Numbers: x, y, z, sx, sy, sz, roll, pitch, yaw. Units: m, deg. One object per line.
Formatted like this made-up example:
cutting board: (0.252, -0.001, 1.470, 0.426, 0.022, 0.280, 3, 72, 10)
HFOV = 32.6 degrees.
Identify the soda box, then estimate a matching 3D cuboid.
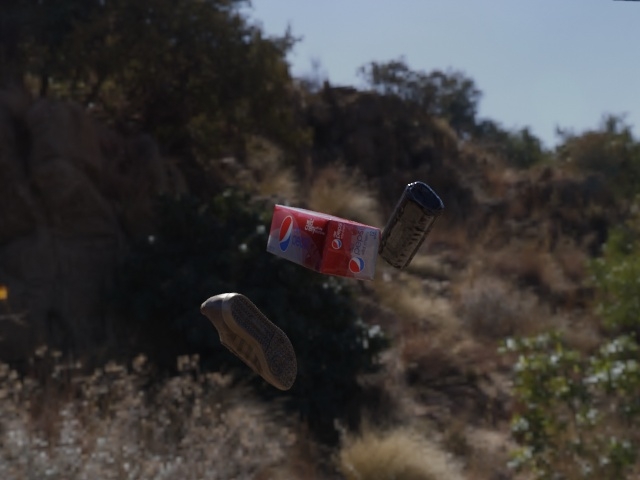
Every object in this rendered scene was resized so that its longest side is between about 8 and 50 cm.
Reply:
soda box: (0.000, 0.000, 1.728, 0.092, 0.083, 0.263, 10, 3, -22)

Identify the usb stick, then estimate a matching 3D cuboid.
usb stick: (0.156, -0.023, 1.954, 0.045, 0.077, 0.278, -45, -9, -23)

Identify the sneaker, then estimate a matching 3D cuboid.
sneaker: (-0.102, 0.144, 1.588, 0.071, 0.188, 0.066, -3, 42, 39)
